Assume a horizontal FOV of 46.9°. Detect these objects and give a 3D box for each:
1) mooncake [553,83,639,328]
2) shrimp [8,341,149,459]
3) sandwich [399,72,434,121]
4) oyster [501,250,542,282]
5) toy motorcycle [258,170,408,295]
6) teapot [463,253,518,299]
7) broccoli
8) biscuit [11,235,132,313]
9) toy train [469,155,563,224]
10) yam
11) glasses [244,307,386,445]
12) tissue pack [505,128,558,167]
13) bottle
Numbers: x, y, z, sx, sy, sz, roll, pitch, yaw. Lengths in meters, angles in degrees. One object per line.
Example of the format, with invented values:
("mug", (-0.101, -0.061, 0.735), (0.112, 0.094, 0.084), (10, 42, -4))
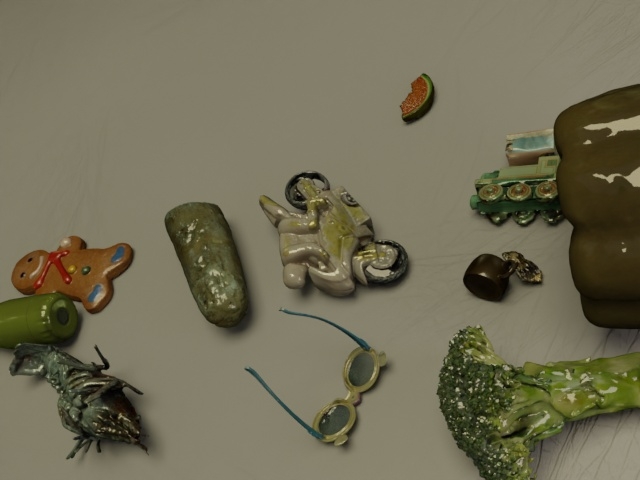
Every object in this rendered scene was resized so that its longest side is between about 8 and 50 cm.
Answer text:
("mooncake", (0.476, -0.051, 1.126), (0.201, 0.378, 0.378), (-13, 52, 23))
("shrimp", (-0.473, 0.300, 1.443), (0.411, 0.166, 0.221), (26, 103, 50))
("sandwich", (0.220, -0.315, 1.644), (0.067, 0.029, 0.135), (6, 60, 34))
("oyster", (0.363, 0.045, 1.312), (0.054, 0.019, 0.083), (-15, 55, -35))
("toy motorcycle", (0.000, 0.000, 1.466), (0.223, 0.107, 0.340), (-35, 56, -10))
("teapot", (0.303, 0.055, 1.305), (0.121, 0.076, 0.068), (-26, 27, 57))
("broccoli", (0.358, 0.242, 1.094), (0.362, 0.221, 0.252), (-2, 20, 23))
("biscuit", (-0.601, 0.077, 1.724), (0.324, 0.049, 0.205), (5, 60, 29))
("toy train", (0.381, -0.096, 1.387), (0.194, 0.080, 0.125), (-1, 46, 27))
("yam", (-0.231, 0.044, 1.525), (0.133, 0.133, 0.330), (-28, 50, 3))
("glasses", (-0.019, 0.221, 1.273), (0.189, 0.221, 0.088), (-60, 16, -20))
("tissue pack", (0.408, -0.174, 1.429), (0.095, 0.074, 0.058), (-5, 58, 24))
("bottle", (-0.669, 0.184, 1.632), (0.260, 0.112, 0.112), (-10, 53, 22))
